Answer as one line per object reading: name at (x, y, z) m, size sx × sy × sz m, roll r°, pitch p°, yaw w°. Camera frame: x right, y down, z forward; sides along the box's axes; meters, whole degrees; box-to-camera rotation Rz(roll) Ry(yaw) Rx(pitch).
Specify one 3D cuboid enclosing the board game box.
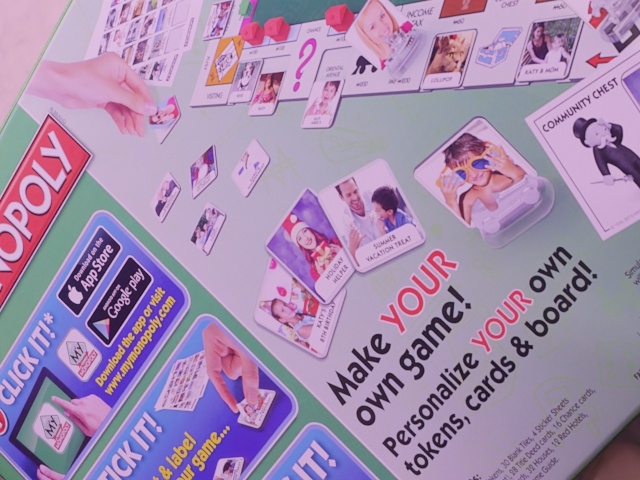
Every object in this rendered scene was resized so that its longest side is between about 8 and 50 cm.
board game box at (0.000, 0.000, 0.481) m, size 0.213 × 0.046 × 0.317 m, roll 45°, pitch 124°, yaw 12°
